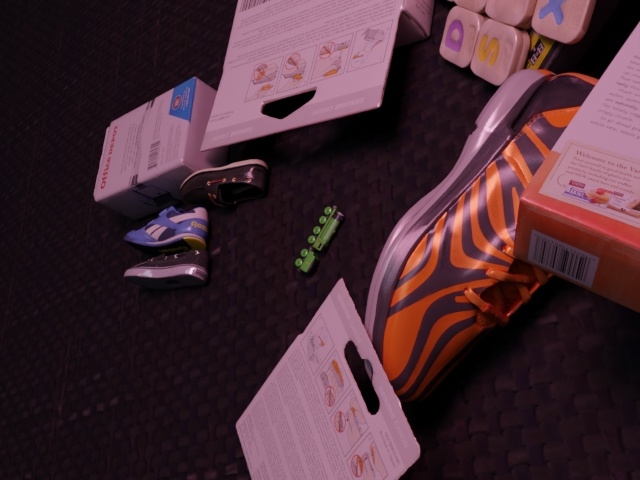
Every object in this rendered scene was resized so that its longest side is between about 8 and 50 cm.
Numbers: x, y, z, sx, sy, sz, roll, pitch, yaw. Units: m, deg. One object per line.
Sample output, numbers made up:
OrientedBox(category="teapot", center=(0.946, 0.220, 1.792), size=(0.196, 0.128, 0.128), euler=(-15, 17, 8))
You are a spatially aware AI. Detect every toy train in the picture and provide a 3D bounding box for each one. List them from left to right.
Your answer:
OrientedBox(category="toy train", center=(0.000, 0.000, 0.812), size=(0.023, 0.017, 0.083), euler=(30, 91, 36))

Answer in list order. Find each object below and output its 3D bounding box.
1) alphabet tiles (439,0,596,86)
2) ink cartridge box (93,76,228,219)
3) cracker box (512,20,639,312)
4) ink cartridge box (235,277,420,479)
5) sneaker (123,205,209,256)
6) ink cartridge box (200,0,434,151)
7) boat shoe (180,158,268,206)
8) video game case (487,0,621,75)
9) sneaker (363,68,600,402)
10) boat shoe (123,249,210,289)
OrientedBox(category="alphabet tiles", center=(0.180, -0.296, 0.680), size=(0.278, 0.021, 0.284), euler=(-123, 38, -57))
OrientedBox(category="ink cartridge box", center=(-0.222, -0.125, 1.029), size=(0.190, 0.082, 0.140), euler=(-17, 58, 37))
OrientedBox(category="cracker box", center=(0.249, -0.056, 0.470), size=(0.155, 0.067, 0.232), euler=(27, 63, 26))
OrientedBox(category="ink cartridge box", center=(0.011, 0.174, 0.643), size=(0.225, 0.056, 0.181), euler=(-55, 41, 30))
OrientedBox(category="sneaker", center=(-0.203, -0.011, 0.979), size=(0.144, 0.053, 0.059), euler=(-4, 65, 33))
OrientedBox(category="ink cartridge box", center=(-0.005, -0.235, 0.899), size=(0.296, 0.066, 0.261), euler=(-5, 66, 41))
OrientedBox(category="boat shoe", center=(-0.127, -0.067, 0.931), size=(0.133, 0.049, 0.042), euler=(-12, 57, 26))
OrientedBox(category="video game case", center=(0.220, -0.312, 0.656), size=(0.275, 0.035, 0.248), euler=(114, 150, -47))
OrientedBox(category="sneaker", center=(0.167, 0.009, 0.579), size=(0.180, 0.124, 0.321), euler=(28, 89, 47))
OrientedBox(category="boat shoe", center=(-0.199, 0.037, 0.955), size=(0.142, 0.049, 0.040), euler=(-4, 61, 34))
